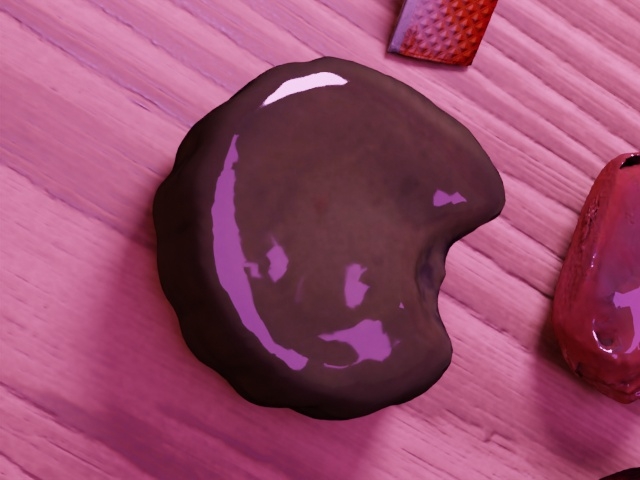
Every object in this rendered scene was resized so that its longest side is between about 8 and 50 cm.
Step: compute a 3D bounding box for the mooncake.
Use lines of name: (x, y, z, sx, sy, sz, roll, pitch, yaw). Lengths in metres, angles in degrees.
mooncake: (0.000, 0.000, 1.448, 0.351, 0.187, 0.351, 2, 84, -22)

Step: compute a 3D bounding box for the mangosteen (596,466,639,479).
mangosteen: (0.353, 0.393, 1.475, 0.307, 0.307, 0.347, -45, 129, -21)

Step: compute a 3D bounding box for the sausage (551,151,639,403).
sausage: (0.340, 0.034, 1.587, 0.152, 0.152, 0.280, 23, 75, -16)

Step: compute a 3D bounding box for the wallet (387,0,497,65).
wallet: (0.148, -0.278, 1.566, 0.103, 0.020, 0.196, 8, 122, -19)
